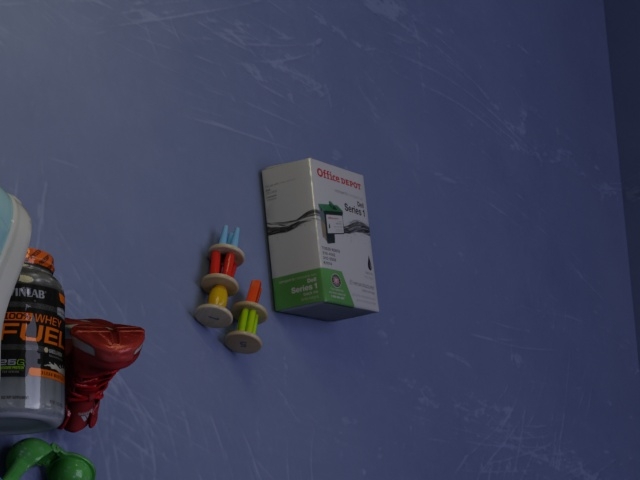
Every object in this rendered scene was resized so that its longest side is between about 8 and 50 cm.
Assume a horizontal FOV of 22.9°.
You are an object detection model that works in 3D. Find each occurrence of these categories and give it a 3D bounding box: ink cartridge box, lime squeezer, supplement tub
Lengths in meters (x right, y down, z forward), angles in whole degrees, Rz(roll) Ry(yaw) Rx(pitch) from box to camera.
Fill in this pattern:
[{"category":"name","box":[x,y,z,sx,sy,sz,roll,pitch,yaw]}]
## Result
[{"category":"ink cartridge box","box":[0.000,0.000,2.332,0.160,0.093,0.219,14,67,-57]},{"category":"lime squeezer","box":[-0.285,0.272,1.756,0.110,0.059,0.310,45,9,34]},{"category":"supplement tub","box":[-0.336,0.109,1.713,0.117,0.117,0.190,22,59,-54]}]

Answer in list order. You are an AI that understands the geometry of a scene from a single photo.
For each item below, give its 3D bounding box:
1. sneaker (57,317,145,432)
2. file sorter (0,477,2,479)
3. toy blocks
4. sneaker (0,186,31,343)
[{"category":"sneaker","box":[-0.249,0.157,1.764,0.087,0.221,0.128,2,92,-17]},{"category":"file sorter","box":[-0.380,0.311,1.527,0.170,0.118,0.104,-44,120,-47]},{"category":"toy blocks","box":[-0.113,0.063,2.159,0.123,0.054,0.148,45,42,-40]},{"category":"sneaker","box":[-0.401,0.073,1.572,0.150,0.135,0.365,48,35,-42]}]
